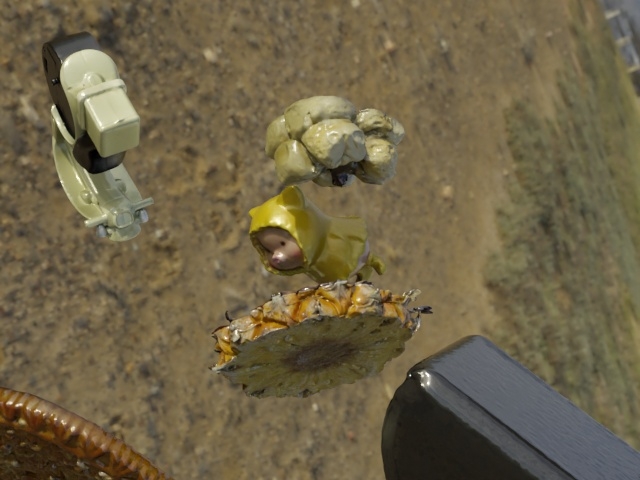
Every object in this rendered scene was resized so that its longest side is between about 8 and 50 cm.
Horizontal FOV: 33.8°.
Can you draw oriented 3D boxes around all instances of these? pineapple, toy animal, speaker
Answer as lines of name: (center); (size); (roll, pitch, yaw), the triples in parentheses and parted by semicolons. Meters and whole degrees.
pineapple: (0.001, 0.094, 0.983); (0.221, 0.221, 0.047); (34, 38, -57)
toy animal: (-0.003, 0.002, 1.709); (0.229, 0.156, 0.156); (31, 36, -20)
speaker: (0.200, 0.263, 0.813); (0.388, 0.184, 0.180); (38, 17, 16)

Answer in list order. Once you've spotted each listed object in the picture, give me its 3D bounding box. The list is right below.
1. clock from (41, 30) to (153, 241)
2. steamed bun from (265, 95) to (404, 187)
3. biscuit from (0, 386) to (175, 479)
clock: (-0.375, -0.156, 1.729); (0.276, 0.120, 0.379); (57, -23, 26)
steamed bun: (0.011, -0.128, 1.551); (0.177, 0.192, 0.106); (18, 67, -44)
biscuit: (-0.246, 0.246, 1.051); (0.305, 0.305, 0.038); (55, 49, -33)
